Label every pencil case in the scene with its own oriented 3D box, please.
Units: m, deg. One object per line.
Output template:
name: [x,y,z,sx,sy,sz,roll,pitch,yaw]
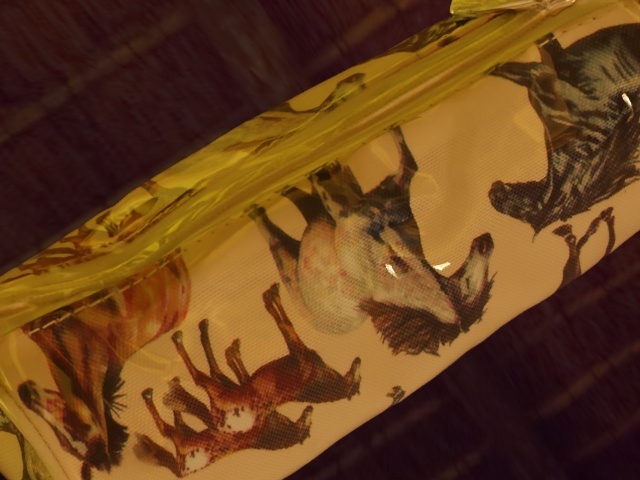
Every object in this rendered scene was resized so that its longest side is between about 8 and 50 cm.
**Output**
pencil case: [0.000,0.000,0.885,0.410,0.160,0.183,-32,-49,-17]
